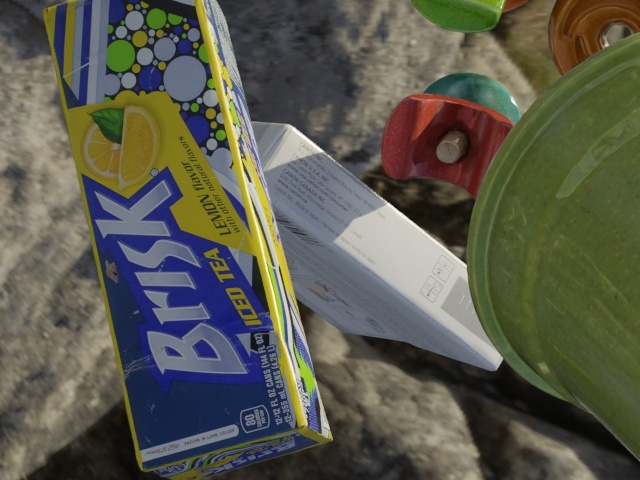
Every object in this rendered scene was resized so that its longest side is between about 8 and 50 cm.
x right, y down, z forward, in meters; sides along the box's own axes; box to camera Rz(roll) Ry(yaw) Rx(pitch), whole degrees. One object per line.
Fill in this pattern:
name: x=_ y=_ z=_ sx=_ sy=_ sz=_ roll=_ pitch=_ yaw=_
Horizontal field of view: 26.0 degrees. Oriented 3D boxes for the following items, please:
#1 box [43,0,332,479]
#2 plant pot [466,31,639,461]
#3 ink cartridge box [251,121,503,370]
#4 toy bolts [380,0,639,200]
box: x=-0.046 y=-0.005 z=0.483 sx=0.059 sy=0.054 sz=0.169 roll=-16 pitch=74 yaw=6
plant pot: x=0.250 y=0.049 z=0.762 sx=0.276 sy=0.254 sz=0.276 roll=-6 pitch=120 yaw=-11
ink cartridge box: x=0.000 y=0.000 z=1.240 sx=0.296 sy=0.261 sz=0.066 roll=38 pitch=77 yaw=-27
toy bolts: x=0.157 y=-0.141 z=1.046 sx=0.218 sy=0.158 sz=0.228 roll=22 pitch=113 yaw=8
